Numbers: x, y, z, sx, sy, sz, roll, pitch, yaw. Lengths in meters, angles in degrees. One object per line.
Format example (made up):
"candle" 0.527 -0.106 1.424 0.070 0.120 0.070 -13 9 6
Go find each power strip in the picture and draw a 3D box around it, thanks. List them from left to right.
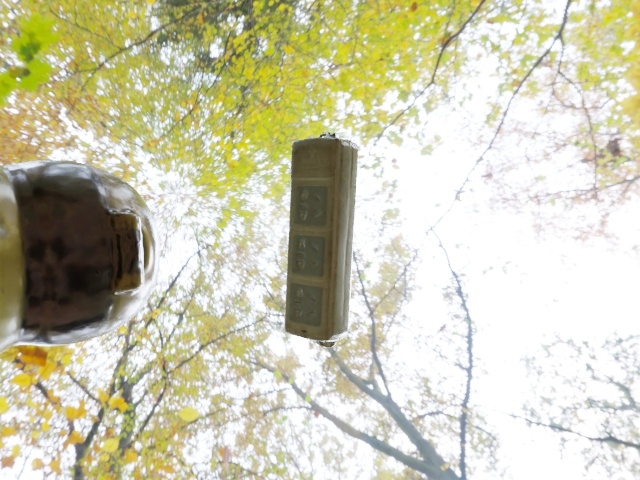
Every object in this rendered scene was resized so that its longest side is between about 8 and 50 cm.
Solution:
"power strip" 0.000 0.000 0.590 0.052 0.078 0.272 0 -86 -55

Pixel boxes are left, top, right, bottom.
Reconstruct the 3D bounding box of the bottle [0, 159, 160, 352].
"bottle" -0.279 0.017 0.300 0.351 0.171 0.172 -2 -84 -43
